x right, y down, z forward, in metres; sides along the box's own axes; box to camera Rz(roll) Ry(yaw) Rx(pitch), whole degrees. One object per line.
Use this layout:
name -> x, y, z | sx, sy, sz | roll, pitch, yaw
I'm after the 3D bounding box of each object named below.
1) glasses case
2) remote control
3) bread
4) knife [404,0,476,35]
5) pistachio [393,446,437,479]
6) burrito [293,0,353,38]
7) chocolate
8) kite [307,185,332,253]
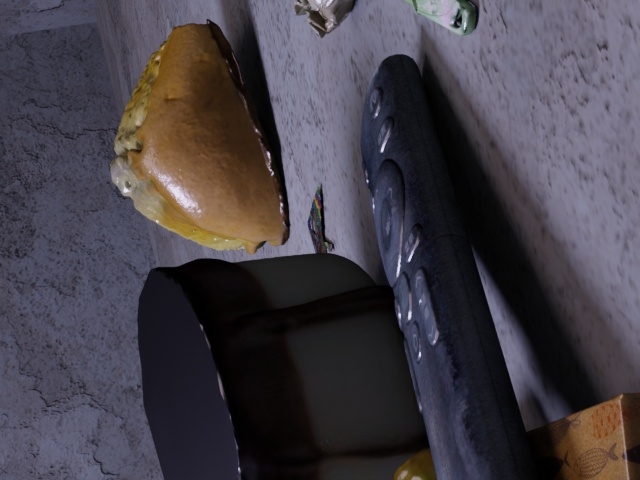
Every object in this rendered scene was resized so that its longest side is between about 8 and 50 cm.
glasses case -> 0.138, 0.117, 0.686 | 0.170, 0.041, 0.065 | 123, 145, -73
remote control -> 0.072, 0.048, 0.815 | 0.107, 0.044, 0.378 | 102, 163, -45
bread -> -0.134, -0.096, 1.523 | 0.262, 0.162, 0.204 | 65, 157, -2
knife -> 0.058, -0.161, 0.888 | 0.207, 0.014, 0.030 | -128, 30, -63
pistachio -> 0.092, 0.210, 0.870 | 0.110, 0.100, 0.189 | 29, 123, 46
burrito -> 0.009, -0.202, 1.016 | 0.055, 0.041, 0.149 | 64, 161, 21
chocolate -> -0.016, 0.135, 1.090 | 0.283, 0.186, 0.284 | 170, 90, -69
kite -> 0.000, 0.000, 1.332 | 0.090, 0.004, 0.122 | -132, 33, -68
